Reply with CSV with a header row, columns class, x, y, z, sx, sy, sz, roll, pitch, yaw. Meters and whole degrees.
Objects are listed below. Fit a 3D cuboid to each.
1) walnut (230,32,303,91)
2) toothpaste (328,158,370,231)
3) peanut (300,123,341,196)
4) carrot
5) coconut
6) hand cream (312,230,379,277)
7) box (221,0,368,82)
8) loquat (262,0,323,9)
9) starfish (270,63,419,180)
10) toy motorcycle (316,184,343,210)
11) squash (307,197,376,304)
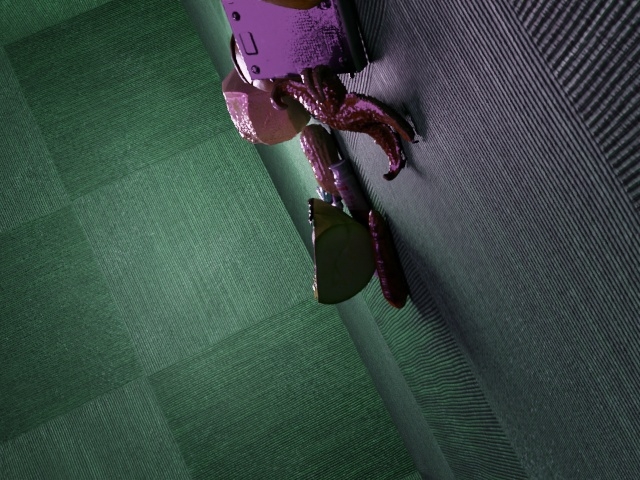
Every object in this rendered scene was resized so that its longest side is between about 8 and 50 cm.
class,x,y,z,sx,sy,sz,roll,pitch,yaw
walnut,-0.094,-0.425,1.650,0.208,0.209,0.336,64,-179,5
toothpaste,0.095,-0.103,1.953,0.089,0.057,0.234,3,125,58
peanut,0.012,-0.217,1.990,0.098,0.090,0.214,-101,-12,-78
carrot,0.169,0.049,1.893,0.066,0.066,0.314,-126,14,-54
coconut,-0.161,-0.407,2.066,0.245,0.233,0.233,66,173,-34
hand cream,0.086,0.008,2.177,0.359,0.118,0.185,17,125,68
box,-0.054,-0.399,1.400,0.270,0.045,0.210,6,131,32
loquat,-0.051,-0.481,1.135,0.213,0.214,0.246,62,175,20
starfish,0.055,-0.237,1.422,0.303,0.113,0.312,33,179,-12
toy motorcycle,0.029,-0.152,2.224,0.173,0.058,0.100,-121,15,-50
squash,0.000,0.000,2.001,0.309,0.210,0.233,35,136,52
